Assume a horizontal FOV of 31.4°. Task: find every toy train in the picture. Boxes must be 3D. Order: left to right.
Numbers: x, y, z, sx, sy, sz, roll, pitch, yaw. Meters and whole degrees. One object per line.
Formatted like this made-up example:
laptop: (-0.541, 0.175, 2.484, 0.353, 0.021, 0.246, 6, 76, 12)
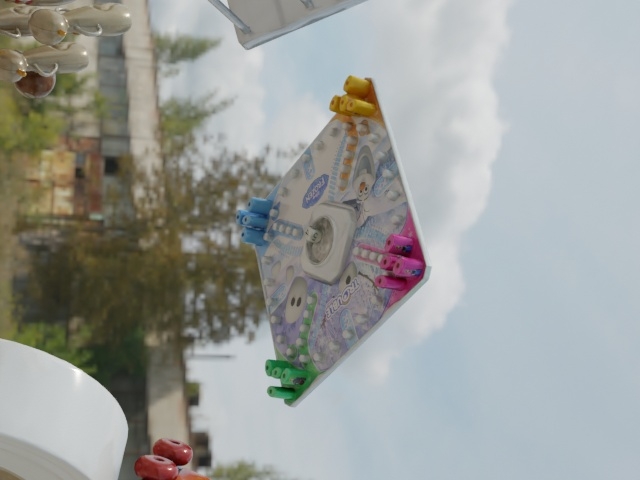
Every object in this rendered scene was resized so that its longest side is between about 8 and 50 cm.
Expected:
toy train: (-0.113, 0.271, 1.173, 0.248, 0.143, 0.105, -8, 113, -87)

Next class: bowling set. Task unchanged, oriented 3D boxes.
bowling set: (-0.373, -0.248, 1.391, 0.287, 0.154, 0.200, 38, -53, 33)

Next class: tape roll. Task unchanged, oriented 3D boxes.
tape roll: (-0.342, 0.211, 1.149, 0.286, 0.286, 0.100, 112, -13, -50)

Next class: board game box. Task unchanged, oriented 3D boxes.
board game box: (0.000, 0.000, 1.782, 0.390, 0.050, 0.390, -47, -138, 39)

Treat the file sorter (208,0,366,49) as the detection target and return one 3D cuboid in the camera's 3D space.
file sorter: (0.006, -0.327, 0.989, 0.173, 0.278, 0.192, 32, 41, -69)
